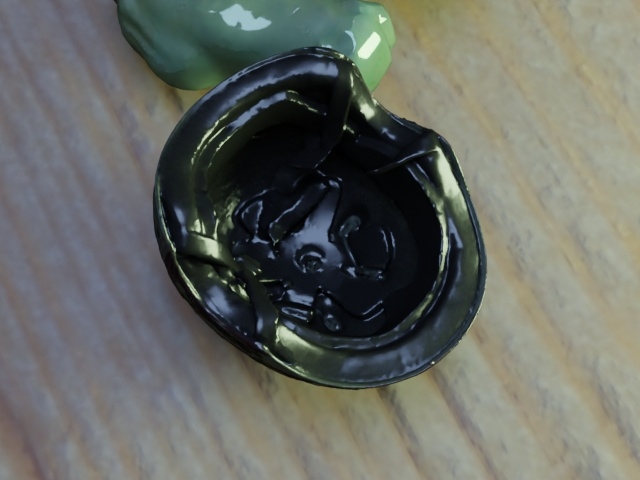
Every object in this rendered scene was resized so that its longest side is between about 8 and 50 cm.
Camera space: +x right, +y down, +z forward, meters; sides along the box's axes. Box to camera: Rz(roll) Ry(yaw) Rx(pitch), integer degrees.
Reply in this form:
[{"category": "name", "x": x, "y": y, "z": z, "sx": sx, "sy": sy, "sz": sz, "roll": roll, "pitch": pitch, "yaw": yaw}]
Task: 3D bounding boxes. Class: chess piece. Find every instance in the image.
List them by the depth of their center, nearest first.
[{"category": "chess piece", "x": 0.020, "y": -0.191, "z": 0.762, "sx": 0.176, "sy": 0.176, "sz": 0.298, "roll": 43, "pitch": 83, "yaw": 13}]

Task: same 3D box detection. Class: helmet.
[{"category": "helmet", "x": -0.010, "y": -0.001, "z": 0.703, "sx": 0.177, "sy": 0.107, "sz": 0.153, "roll": 46, "pitch": 66, "yaw": -7}]
